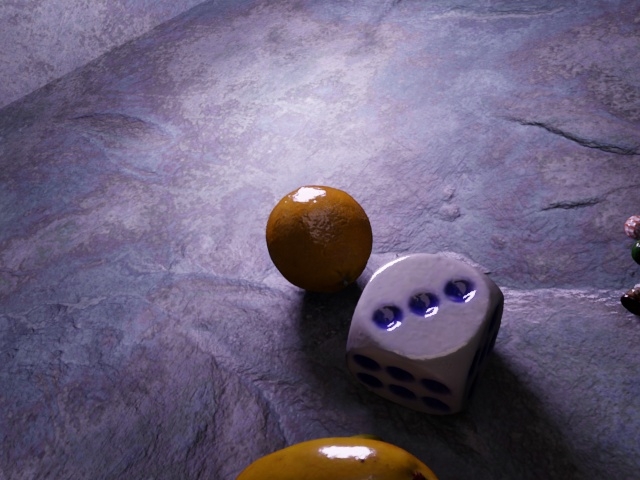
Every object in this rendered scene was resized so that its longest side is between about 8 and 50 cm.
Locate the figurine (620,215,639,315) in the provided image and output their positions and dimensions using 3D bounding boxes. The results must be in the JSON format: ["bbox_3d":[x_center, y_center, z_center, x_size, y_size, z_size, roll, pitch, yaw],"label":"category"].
[{"bbox_3d":[0.763,-0.002,1.503,0.370,0.167,0.281,-54,18,-16],"label":"figurine"}]

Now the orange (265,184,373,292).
[{"bbox_3d":[0.000,0.000,1.670,0.264,0.264,0.264,-8,49,10],"label":"orange"}]

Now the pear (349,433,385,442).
[{"bbox_3d":[0.075,0.432,1.377,0.131,0.107,0.107,-30,49,-10],"label":"pear"}]

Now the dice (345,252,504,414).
[{"bbox_3d":[0.214,0.191,1.451,0.259,0.243,0.251,16,57,24],"label":"dice"}]

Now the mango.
[{"bbox_3d":[0.011,0.497,1.234,0.445,0.300,0.232,-16,5,23],"label":"mango"}]
